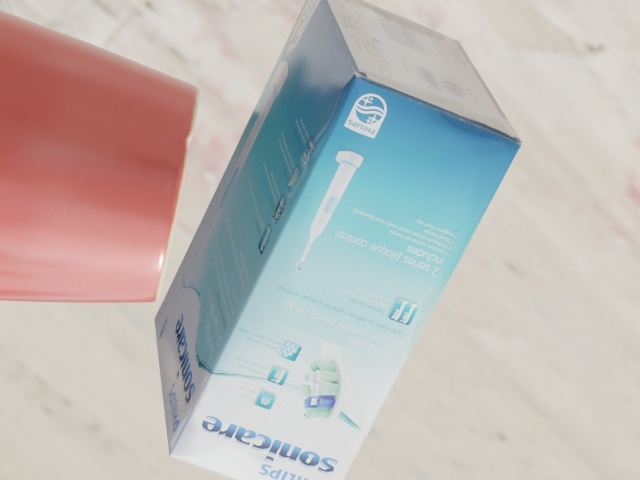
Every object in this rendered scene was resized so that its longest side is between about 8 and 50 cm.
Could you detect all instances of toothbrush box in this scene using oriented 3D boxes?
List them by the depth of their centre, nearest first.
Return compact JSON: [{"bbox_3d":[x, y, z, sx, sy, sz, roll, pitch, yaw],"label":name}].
[{"bbox_3d":[0.000,0.000,1.375,0.126,0.295,0.216,22,-162,-16],"label":"toothbrush box"}]

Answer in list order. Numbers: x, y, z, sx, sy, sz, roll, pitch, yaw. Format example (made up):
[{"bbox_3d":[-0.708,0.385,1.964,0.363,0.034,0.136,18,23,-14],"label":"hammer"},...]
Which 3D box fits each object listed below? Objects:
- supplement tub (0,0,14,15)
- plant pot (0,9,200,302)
[{"bbox_3d":[-0.480,-0.208,2.076,0.228,0.316,0.228,158,90,-85],"label":"supplement tub"},{"bbox_3d":[-0.241,-0.063,1.732,0.243,0.275,0.275,10,167,-6],"label":"plant pot"}]
